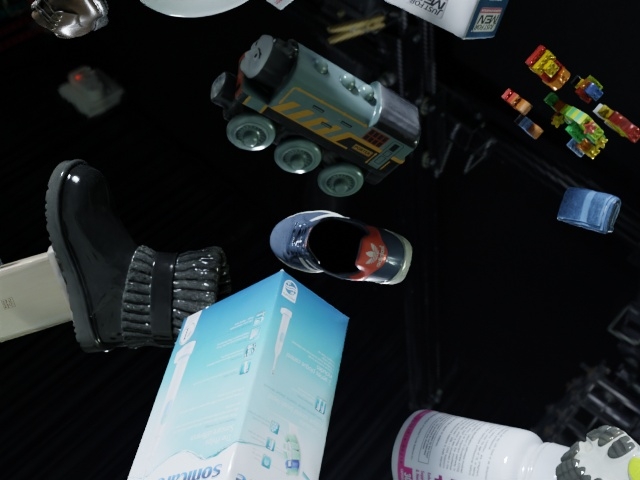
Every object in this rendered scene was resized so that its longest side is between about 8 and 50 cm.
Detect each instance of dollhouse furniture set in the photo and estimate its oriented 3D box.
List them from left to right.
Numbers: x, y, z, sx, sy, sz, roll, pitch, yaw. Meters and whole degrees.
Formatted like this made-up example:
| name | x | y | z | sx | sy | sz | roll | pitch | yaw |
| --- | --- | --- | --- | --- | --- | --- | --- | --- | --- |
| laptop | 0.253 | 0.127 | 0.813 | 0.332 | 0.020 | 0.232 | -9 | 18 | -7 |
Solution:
| name | x | y | z | sx | sy | sz | roll | pitch | yaw |
| --- | --- | --- | --- | --- | --- | --- | --- | --- | --- |
| dollhouse furniture set | -0.573 | 0.024 | 1.338 | 0.303 | 0.198 | 0.286 | -133 | -153 | -68 |

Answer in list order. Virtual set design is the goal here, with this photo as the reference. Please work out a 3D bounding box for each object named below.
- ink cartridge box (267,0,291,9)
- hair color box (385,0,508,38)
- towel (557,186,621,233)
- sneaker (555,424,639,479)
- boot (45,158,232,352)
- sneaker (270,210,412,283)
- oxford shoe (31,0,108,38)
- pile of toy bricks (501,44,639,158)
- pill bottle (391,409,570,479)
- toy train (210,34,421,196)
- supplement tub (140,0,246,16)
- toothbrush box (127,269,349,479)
| name | x | y | z | sx | sy | sz | roll | pitch | yaw |
| --- | --- | --- | --- | --- | --- | --- | --- | --- | --- |
| ink cartridge box | -0.095 | -0.545 | 1.343 | 0.176 | 0.127 | 0.128 | 30 | -14 | -24 |
| hair color box | 0.244 | -0.512 | 1.125 | 0.174 | 0.105 | 0.347 | 37 | -56 | 28 |
| towel | 0.465 | -0.055 | 1.253 | 0.119 | 0.029 | 0.067 | -148 | -110 | -65 |
| sneaker | 0.298 | 0.259 | 0.600 | 0.118 | 0.107 | 0.279 | 41 | 15 | -10 |
| boot | -0.291 | 0.022 | 1.204 | 0.260 | 0.131 | 0.347 | -7 | -79 | 15 |
| sneaker | 0.000 | 0.000 | 1.371 | 0.350 | 0.148 | 0.131 | 7 | -95 | 45 |
| oxford shoe | -0.356 | -0.332 | 1.015 | 0.082 | 0.096 | 0.227 | 57 | -15 | -4 |
| pile of toy bricks | 0.369 | -0.175 | 1.036 | 0.212 | 0.118 | 0.105 | 32 | 16 | -27 |
| pill bottle | 0.273 | 0.380 | 1.184 | 0.283 | 0.160 | 0.160 | 1 | -54 | 41 |
| toy train | -0.001 | -0.199 | 1.143 | 0.334 | 0.142 | 0.190 | 25 | -44 | -27 |
| supplement tub | -0.181 | -0.458 | 0.858 | 0.235 | 0.236 | 0.324 | 119 | -47 | -60 |
| toothbrush box | -0.102 | 0.214 | 0.869 | 0.126 | 0.295 | 0.216 | 38 | -45 | -27 |
